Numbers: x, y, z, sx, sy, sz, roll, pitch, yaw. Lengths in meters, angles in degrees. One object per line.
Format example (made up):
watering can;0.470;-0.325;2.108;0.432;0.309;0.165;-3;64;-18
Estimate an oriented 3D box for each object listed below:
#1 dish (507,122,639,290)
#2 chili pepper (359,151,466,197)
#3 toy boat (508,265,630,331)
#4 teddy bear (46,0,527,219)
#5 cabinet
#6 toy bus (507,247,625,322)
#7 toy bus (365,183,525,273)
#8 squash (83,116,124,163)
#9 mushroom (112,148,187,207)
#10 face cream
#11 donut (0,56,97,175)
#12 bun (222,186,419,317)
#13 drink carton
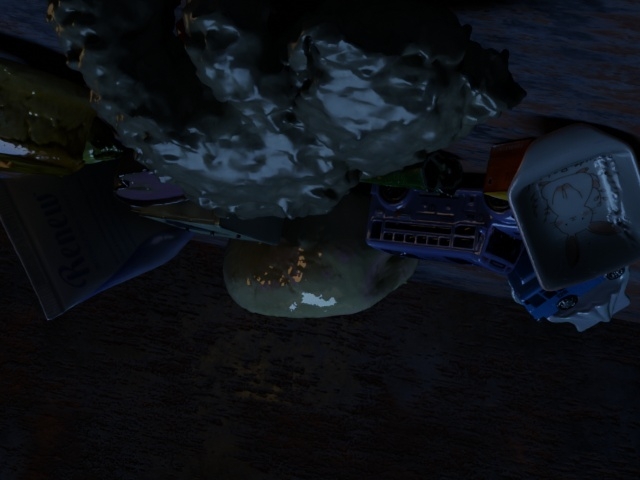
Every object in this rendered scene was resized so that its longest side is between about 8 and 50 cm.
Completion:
dish;0.302;-0.053;1.438;0.154;0.064;0.234;-20;134;9
chili pepper;0.099;-0.100;1.749;0.088;0.059;0.226;11;178;-41
toy boat;0.406;0.040;1.991;0.199;0.100;0.290;-29;134;14
teddy bear;-0.003;-0.144;1.067;0.367;0.225;0.357;-10;162;31
cabinet;-0.174;-0.083;1.965;0.206;0.150;0.145;7;173;40
toy bus;0.370;0.033;1.841;0.184;0.090;0.106;-37;138;19
toy bus;0.214;-0.025;1.841;0.292;0.133;0.125;6;172;41
squash;-0.402;-0.166;1.905;0.094;0.095;0.341;16;175;-40
mushroom;-0.229;-0.120;1.834;0.188;0.117;0.141;-19;146;23
face cream;-0.347;-0.043;2.033;0.137;0.235;0.420;-23;-178;42
donut;-0.465;-0.175;1.625;0.330;0.160;0.330;17;180;0
bun;0.000;0.000;2.139;0.361;0.213;0.361;-7;-165;2
drink carton;0.329;-0.066;1.551;0.222;0.071;0.096;15;174;-21
